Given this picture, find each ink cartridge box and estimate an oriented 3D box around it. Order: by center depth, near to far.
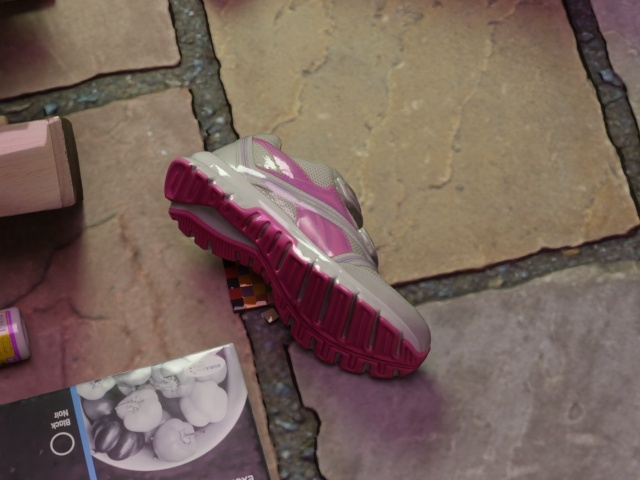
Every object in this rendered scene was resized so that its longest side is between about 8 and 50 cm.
[{"bbox_3d":[-0.138,0.200,1.298,0.206,0.045,0.208,-15,66,-6],"label":"ink cartridge box"}]

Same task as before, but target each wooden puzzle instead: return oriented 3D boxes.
[{"bbox_3d":[-0.052,0.032,1.400,0.049,0.006,0.083,-11,64,-4],"label":"wooden puzzle"}]

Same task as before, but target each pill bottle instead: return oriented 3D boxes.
[{"bbox_3d":[-0.275,0.082,1.360,0.083,0.043,0.043,-13,64,-5],"label":"pill bottle"}]

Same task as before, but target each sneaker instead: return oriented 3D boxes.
[{"bbox_3d":[0.000,0.000,1.360,0.252,0.103,0.111,44,55,8],"label":"sneaker"}]

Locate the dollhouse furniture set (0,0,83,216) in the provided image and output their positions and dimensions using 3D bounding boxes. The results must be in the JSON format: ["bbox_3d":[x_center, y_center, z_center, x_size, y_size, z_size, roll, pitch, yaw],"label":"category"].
[{"bbox_3d":[-0.346,-0.204,1.343,0.256,0.362,0.394,-9,94,-5],"label":"dollhouse furniture set"}]
